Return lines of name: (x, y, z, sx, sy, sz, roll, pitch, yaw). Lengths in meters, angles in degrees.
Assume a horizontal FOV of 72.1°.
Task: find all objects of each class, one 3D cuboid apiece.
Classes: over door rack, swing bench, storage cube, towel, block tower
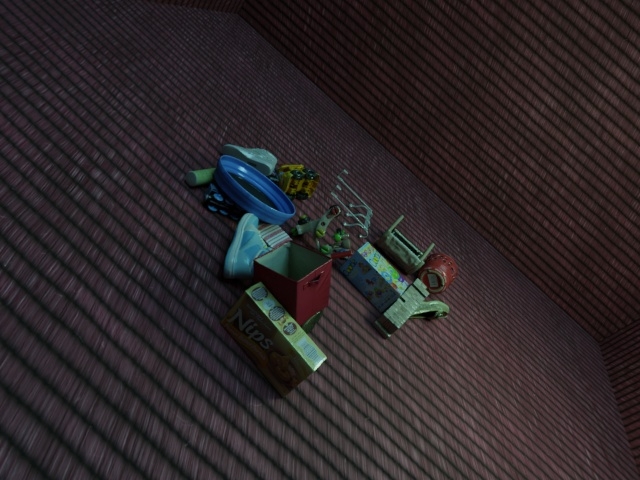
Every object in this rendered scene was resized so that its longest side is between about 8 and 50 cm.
over door rack: (0.157, -0.192, 2.374, 0.324, 0.108, 0.240, 54, 27, -20)
swing bench: (0.451, 0.034, 2.400, 0.253, 0.165, 0.254, 44, 37, 3)
storage cube: (-0.091, 0.142, 1.438, 0.214, 0.193, 0.183, 23, 35, 31)
towel: (-0.224, -0.037, 1.869, 0.197, 0.029, 0.144, 44, 31, 9)
block tower: (0.368, 0.299, 1.964, 0.091, 0.097, 0.335, 46, 47, 10)

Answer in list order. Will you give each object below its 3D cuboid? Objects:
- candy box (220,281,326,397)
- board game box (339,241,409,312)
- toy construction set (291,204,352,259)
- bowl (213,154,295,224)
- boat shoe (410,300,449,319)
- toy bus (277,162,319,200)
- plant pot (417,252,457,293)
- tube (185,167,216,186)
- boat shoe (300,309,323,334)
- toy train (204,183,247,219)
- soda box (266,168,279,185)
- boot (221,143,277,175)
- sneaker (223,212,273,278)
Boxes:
candy box: (-0.151, 0.308, 1.368, 0.316, 0.183, 0.087, 48, 33, 10)
board game box: (0.247, 0.166, 2.022, 0.275, 0.144, 0.142, 46, 31, 6)
toy construction set: (0.000, 0.000, 1.928, 0.237, 0.258, 0.309, -11, 24, -1)
bowl: (-0.285, -0.211, 1.883, 0.391, 0.077, 0.391, 37, 16, -12)
boat shoe: (0.518, 0.351, 2.147, 0.285, 0.105, 0.089, 10, 47, -26)
toy bus: (-0.148, -0.316, 2.199, 0.211, 0.150, 0.220, 42, 31, 26)
plant pot: (0.627, 0.185, 2.386, 0.191, 0.191, 0.174, 47, 40, 8)
tube: (-0.470, -0.274, 1.862, 0.240, 0.062, 0.070, -27, 112, -63)
boat shoe: (-0.047, 0.291, 1.634, 0.060, 0.064, 0.178, 16, 25, 17)
toy train: (-0.385, -0.156, 1.789, 0.184, 0.080, 0.105, 22, 29, -31)
soda box: (-0.251, -0.328, 2.162, 0.053, 0.060, 0.169, 13, 41, -30)
boot: (-0.335, -0.401, 2.100, 0.258, 0.095, 0.123, 26, 38, -7)
sneaker: (-0.224, 0.032, 1.632, 0.208, 0.127, 0.319, 11, 45, -1)
